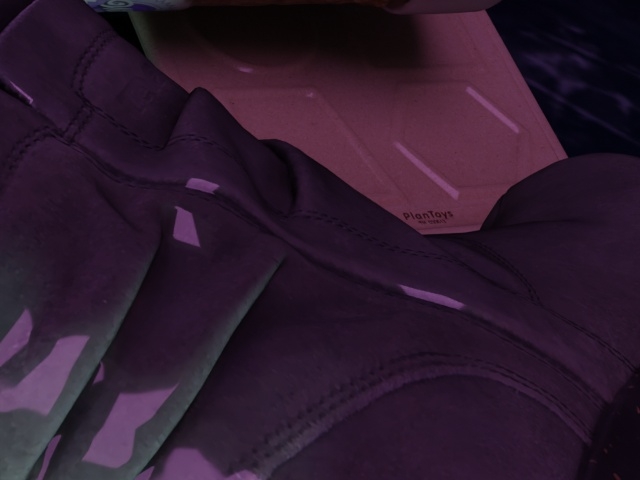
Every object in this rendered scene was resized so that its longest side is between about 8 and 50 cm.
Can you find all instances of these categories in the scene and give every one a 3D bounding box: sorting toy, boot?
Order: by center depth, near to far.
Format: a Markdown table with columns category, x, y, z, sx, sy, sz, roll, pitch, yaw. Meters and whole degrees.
| category | x | y | z | sx | sy | sz | roll | pitch | yaw |
| --- | --- | --- | --- | --- | --- | --- | --- | --- | --- |
| boot | 0.000 | 0.000 | 0.450 | 0.222 | 0.118 | 0.338 | 37 | 21 | -3 |
| sorting toy | 0.013 | -0.066 | 0.758 | 0.193 | 0.038 | 0.208 | -5 | 51 | -31 |

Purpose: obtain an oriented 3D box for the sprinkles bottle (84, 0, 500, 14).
| category | x | y | z | sx | sy | sz | roll | pitch | yaw |
| --- | --- | --- | --- | --- | --- | --- | --- | --- | --- |
| sprinkles bottle | -0.090 | -0.151 | 0.676 | 0.355 | 0.121 | 0.121 | -4 | 54 | -19 |
